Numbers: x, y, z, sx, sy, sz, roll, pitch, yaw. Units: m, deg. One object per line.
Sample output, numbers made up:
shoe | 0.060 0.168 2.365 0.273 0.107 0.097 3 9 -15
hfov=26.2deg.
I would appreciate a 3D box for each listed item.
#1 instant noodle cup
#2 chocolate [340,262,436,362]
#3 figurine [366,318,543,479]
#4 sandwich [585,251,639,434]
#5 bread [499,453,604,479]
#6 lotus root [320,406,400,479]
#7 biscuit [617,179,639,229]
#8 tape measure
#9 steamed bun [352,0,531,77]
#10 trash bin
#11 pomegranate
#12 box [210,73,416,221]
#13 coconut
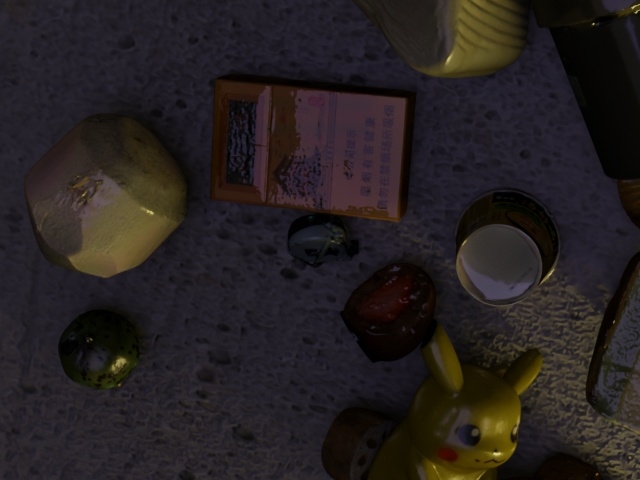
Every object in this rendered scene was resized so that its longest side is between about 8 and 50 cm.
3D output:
instant noodle cup | 0.243 0.017 1.845 0.152 0.122 0.151 4 107 15
chocolate | 0.102 0.097 1.903 0.133 0.127 0.124 -31 80 7
figurine | 0.184 0.274 1.885 0.326 0.218 0.169 -61 42 30
sandwich | 0.420 0.132 1.794 0.108 0.186 0.220 22 91 9
bread | 0.332 0.415 1.908 0.247 0.135 0.232 2 85 3
lotus root | 0.055 0.298 1.968 0.081 0.112 0.122 24 112 29
biscuit | 0.506 -0.044 1.773 0.229 0.031 0.176 -5 130 21
tape measure | -0.002 -0.001 1.923 0.091 0.094 0.054 -12 63 20
steamed bun | 0.142 -0.403 1.711 0.236 0.247 0.383 16 108 31
trash bin | 0.386 -0.259 1.694 0.214 0.214 0.333 -19 103 18
pomegranate | -0.325 0.174 2.049 0.122 0.122 0.161 8 143 13
box | -0.012 -0.130 1.900 0.274 0.076 0.174 7 104 13
coconut | -0.309 -0.051 1.928 0.234 0.224 0.224 -41 91 8
